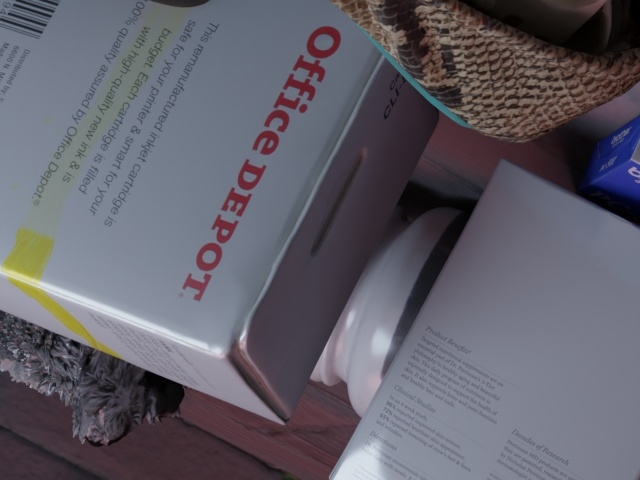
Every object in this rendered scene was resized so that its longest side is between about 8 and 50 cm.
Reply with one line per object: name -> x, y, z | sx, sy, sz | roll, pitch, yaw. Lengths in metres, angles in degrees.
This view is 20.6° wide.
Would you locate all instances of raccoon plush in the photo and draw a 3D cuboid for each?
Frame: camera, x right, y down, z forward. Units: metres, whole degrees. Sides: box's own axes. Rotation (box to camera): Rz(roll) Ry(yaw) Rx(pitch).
raccoon plush -> -0.290, 0.012, 1.859 | 0.299, 0.216, 0.446 | 22, 143, 40

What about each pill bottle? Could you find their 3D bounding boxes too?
pill bottle -> 0.150, 0.093, 1.515 | 0.361, 0.204, 0.204 | 22, 165, 14

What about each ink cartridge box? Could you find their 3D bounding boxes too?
ink cartridge box -> 0.291, -0.015, 1.215 | 0.207, 0.046, 0.097 | 28, 164, -7
ink cartridge box -> -0.145, -0.068, 1.296 | 0.385, 0.279, 0.160 | 20, 163, 23

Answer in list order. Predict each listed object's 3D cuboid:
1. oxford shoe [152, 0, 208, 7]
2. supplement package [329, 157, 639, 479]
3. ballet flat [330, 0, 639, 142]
oxford shoe -> -0.155, -0.234, 1.200 | 0.212, 0.076, 0.076 | 32, -167, -23
supplement package -> 0.181, 0.113, 1.284 | 0.199, 0.262, 0.198 | 30, -176, 26
ballet flat -> 0.014, -0.204, 0.877 | 0.483, 0.164, 0.182 | 29, 145, -35
